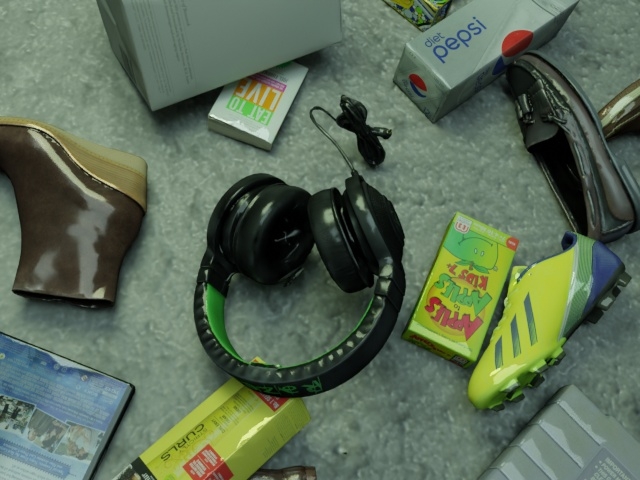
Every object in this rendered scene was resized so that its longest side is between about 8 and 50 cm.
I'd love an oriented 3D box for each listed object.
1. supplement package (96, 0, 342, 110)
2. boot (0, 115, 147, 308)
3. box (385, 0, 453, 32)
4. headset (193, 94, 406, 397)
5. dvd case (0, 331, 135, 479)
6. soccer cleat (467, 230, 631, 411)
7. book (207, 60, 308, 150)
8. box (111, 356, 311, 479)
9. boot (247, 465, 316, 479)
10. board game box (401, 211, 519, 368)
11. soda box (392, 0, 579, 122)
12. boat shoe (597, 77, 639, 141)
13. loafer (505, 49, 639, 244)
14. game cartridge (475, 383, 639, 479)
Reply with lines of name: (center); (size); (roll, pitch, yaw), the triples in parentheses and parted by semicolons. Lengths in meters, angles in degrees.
supplement package: (-0.138, -0.333, 0.955); (0.292, 0.175, 0.177); (-24, 52, -16)
boot: (-0.344, -0.036, 0.867); (0.248, 0.090, 0.207); (12, 64, -6)
box: (0.125, -0.402, 1.105); (0.169, 0.059, 0.054); (41, 66, 10)
headset: (0.000, 0.000, 0.862); (0.243, 0.185, 0.394); (3, 64, 26)
dvd case: (-0.341, 0.245, 0.785); (0.180, 0.022, 0.253); (21, 66, 1)
soccer cleat: (0.268, 0.097, 0.899); (0.289, 0.093, 0.121); (-39, 67, -22)
book: (-0.087, -0.204, 1.009); (0.096, 0.035, 0.144); (22, 63, 0)
box: (-0.125, 0.237, 0.781); (0.232, 0.058, 0.087); (-38, 46, -20)
boot: (-0.061, 0.302, 0.790); (0.114, 0.037, 0.107); (2, 58, -8)
board game box: (0.183, 0.062, 0.922); (0.092, 0.043, 0.181); (25, 66, 3)
soda box: (0.248, -0.299, 1.060); (0.286, 0.091, 0.098); (-36, 76, -20)
boat shoe: (0.507, -0.200, 1.052); (0.257, 0.095, 0.095); (-32, 78, -19)
loafer: (0.338, -0.132, 0.996); (0.095, 0.109, 0.303); (-25, 75, -13)
game cartridge: (0.346, 0.365, 0.807); (0.230, 0.068, 0.355); (-38, 76, -24)
